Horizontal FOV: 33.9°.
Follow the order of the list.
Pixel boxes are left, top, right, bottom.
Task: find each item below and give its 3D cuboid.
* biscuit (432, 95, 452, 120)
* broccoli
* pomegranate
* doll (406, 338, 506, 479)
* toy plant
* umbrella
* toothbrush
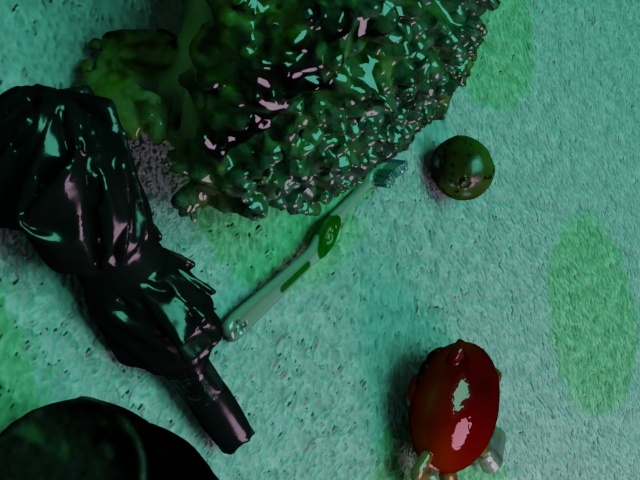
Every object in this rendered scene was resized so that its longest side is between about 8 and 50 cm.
[{"bbox_3d":[0.130,-0.283,1.130,0.054,0.094,0.378,50,49,-40],"label":"biscuit"},{"bbox_3d":[-0.016,-0.190,0.822,0.281,0.293,0.348,40,29,10],"label":"broccoli"},{"bbox_3d":[0.150,-0.085,1.141,0.073,0.073,0.084,23,30,-46],"label":"pomegranate"},{"bbox_3d":[0.135,0.189,1.058,0.183,0.085,0.217,-56,142,-37],"label":"doll"},{"bbox_3d":[-0.135,0.220,0.671,0.235,0.175,0.218,76,25,-48],"label":"toy plant"},{"bbox_3d":[-0.134,0.036,0.760,0.118,0.118,0.340,-58,135,-39],"label":"umbrella"},{"bbox_3d":[-0.002,0.000,0.973,0.304,0.030,0.030,-45,117,-41],"label":"toothbrush"}]
